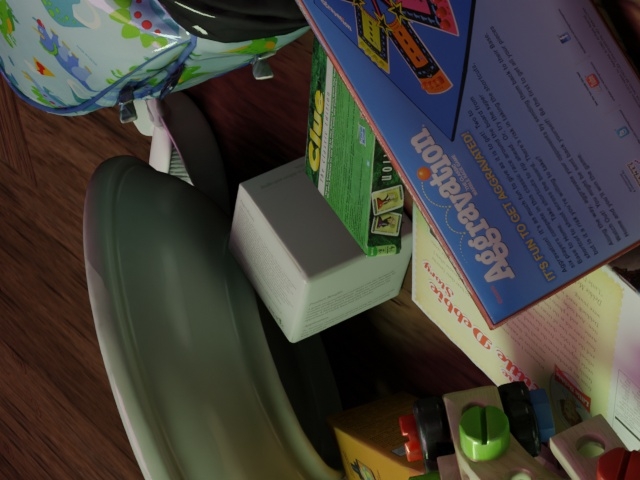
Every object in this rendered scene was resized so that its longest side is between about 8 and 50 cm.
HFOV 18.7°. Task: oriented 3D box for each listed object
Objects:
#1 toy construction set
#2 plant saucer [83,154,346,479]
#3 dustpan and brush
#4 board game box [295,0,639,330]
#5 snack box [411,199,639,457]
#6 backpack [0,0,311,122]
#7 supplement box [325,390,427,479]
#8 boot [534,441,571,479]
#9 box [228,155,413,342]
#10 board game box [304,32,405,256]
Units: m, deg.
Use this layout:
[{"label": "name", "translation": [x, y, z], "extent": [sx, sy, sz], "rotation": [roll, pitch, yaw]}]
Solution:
[{"label": "toy construction set", "translation": [0.126, 0.212, 1.177], "extent": [0.215, 0.151, 0.327], "rotation": [-101, 14, -44]}, {"label": "plant saucer", "translation": [-0.061, 0.108, 1.558], "extent": [0.400, 0.101, 0.400], "rotation": [-20, -90, -79]}, {"label": "dustpan and brush", "translation": [-0.131, -0.096, 1.686], "extent": [0.147, 0.060, 0.211], "rotation": [53, 154, 27]}, {"label": "board game box", "translation": [0.087, -0.106, 1.099], "extent": [0.281, 0.145, 0.027], "rotation": [60, 176, 6]}, {"label": "snack box", "translation": [0.168, 0.051, 1.195], "extent": [0.322, 0.060, 0.187], "rotation": [46, 150, 38]}, {"label": "backpack", "translation": [-0.127, -0.220, 1.295], "extent": [0.290, 0.273, 0.355], "rotation": [56, 178, -5]}, {"label": "supplement box", "translation": [0.078, 0.170, 1.435], "extent": [0.078, 0.080, 0.233], "rotation": [71, 164, -10]}, {"label": "boot", "translation": [0.175, 0.166, 1.314], "extent": [0.118, 0.042, 0.087], "rotation": [45, 146, 39]}, {"label": "box", "translation": [0.000, 0.000, 1.449], "extent": [0.102, 0.101, 0.087], "rotation": [55, 154, 24]}, {"label": "board game box", "translation": [0.028, -0.134, 1.254], "extent": [0.136, 0.030, 0.259], "rotation": [-127, 36, -56]}]
